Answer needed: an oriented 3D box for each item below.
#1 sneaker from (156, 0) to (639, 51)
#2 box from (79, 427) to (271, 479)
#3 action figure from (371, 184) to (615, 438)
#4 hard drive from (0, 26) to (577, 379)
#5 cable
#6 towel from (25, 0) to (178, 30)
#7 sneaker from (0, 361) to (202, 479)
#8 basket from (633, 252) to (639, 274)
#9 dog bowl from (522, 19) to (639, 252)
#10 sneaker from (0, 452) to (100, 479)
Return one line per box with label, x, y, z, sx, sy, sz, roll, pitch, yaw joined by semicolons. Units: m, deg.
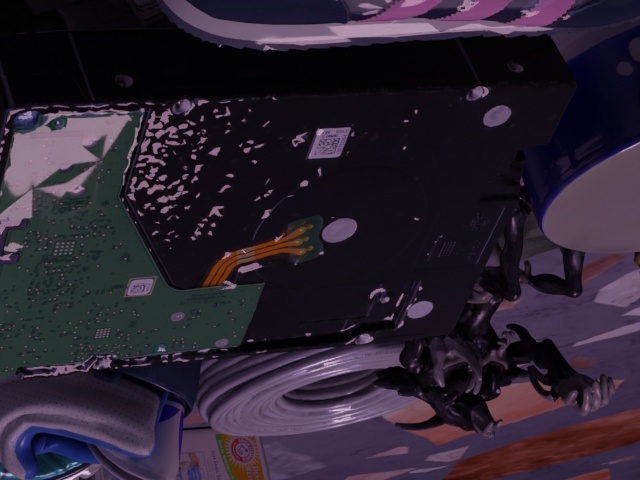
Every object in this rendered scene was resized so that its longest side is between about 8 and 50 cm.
sneaker;0.081;-0.162;0.890;0.319;0.112;0.131;-12;160;-12
box;-0.164;0.262;2.014;0.203;0.103;0.114;-1;156;-32
action figure;0.145;0.077;1.545;0.164;0.141;0.276;1;128;-28
hard drive;-0.044;-0.024;1.129;0.339;0.064;0.237;-6;141;-25
cable;0.010;0.099;1.707;0.257;0.089;0.257;-10;160;-11
towel;-0.011;-0.195;0.947;0.324;0.056;0.312;-14;160;3
sneaker;-0.084;0.049;1.292;0.322;0.236;0.130;-12;160;-4
basket;0.434;0.030;1.608;0.213;0.223;0.299;-1;156;-32
dog bowl;0.264;-0.089;1.346;0.264;0.104;0.265;-12;160;-4
sneaker;-0.286;0.164;1.679;0.275;0.107;0.110;-15;144;-12
